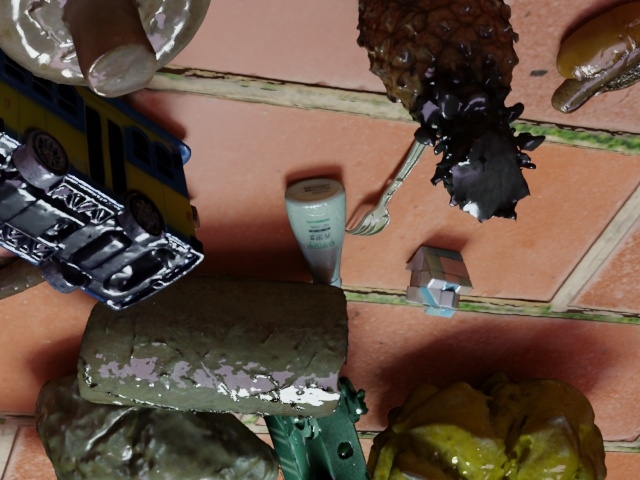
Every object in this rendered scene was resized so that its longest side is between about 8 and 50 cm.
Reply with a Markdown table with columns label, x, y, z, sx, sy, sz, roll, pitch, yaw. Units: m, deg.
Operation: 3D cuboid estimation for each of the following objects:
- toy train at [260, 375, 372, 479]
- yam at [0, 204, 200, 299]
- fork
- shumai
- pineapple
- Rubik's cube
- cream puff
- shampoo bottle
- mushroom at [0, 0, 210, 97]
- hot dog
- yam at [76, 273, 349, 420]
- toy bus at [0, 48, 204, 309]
| label | x | y | z | sx | sy | sz | roll | pitch | yaw |
| --- | --- | --- | --- | --- | --- | --- | --- | --- | --- |
| toy train | 0.000 | 0.263 | 1.786 | 0.115 | 0.154 | 0.269 | -24 | 104 | -24 |
| yam | -0.292 | 0.023 | 1.582 | 0.327 | 0.045 | 0.045 | -21 | 173 | 14 |
| fork | 0.091 | -0.066 | 1.576 | 0.034 | 0.028 | 0.219 | 14 | 136 | -24 |
| shumai | -0.234 | 0.349 | 1.762 | 0.330 | 0.288 | 0.292 | 11 | 152 | 14 |
| pineapple | 0.121 | -0.140 | 1.285 | 0.158 | 0.279 | 0.158 | -7 | 146 | -5 |
| Rubik's cube | 0.141 | 0.058 | 1.708 | 0.075 | 0.084 | 0.073 | 23 | 129 | -14 |
| cream puff | 0.205 | 0.315 | 1.909 | 0.275 | 0.378 | 0.378 | 46 | 125 | -1 |
| shampoo bottle | 0.000 | 0.000 | 1.628 | 0.069 | 0.041 | 0.191 | -12 | 143 | -3 |
| mushroom | -0.187 | -0.201 | 1.179 | 0.207 | 0.215 | 0.207 | -11 | 138 | -10 |
| hot dog | 0.297 | -0.189 | 1.444 | 0.140 | 0.060 | 0.090 | -23 | 137 | 21 |
| yam | -0.123 | 0.122 | 1.629 | 0.304 | 0.168 | 0.168 | 5 | 141 | -2 |
| toy bus | -0.258 | -0.065 | 1.367 | 0.138 | 0.175 | 0.287 | -31 | 139 | 24 |
